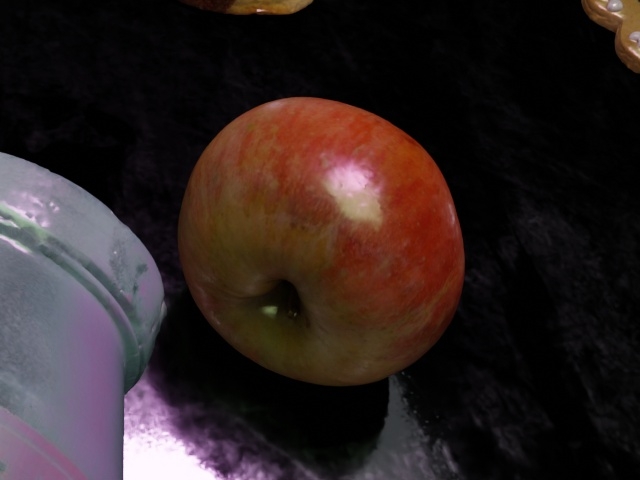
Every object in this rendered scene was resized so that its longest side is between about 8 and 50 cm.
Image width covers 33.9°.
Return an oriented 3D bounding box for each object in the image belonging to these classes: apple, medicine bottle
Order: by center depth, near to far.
[{"bbox_3d":[-0.221,0.115,0.547,0.245,0.245,0.290,18,49,-2],"label":"medicine bottle"},{"bbox_3d":[0.000,0.000,0.743,0.209,0.209,0.164,30,45,8],"label":"apple"}]

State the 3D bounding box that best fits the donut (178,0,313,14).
[{"bbox_3d":[-0.079,-0.297,1.031,0.217,0.085,0.141,0,52,-19],"label":"donut"}]

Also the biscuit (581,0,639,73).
[{"bbox_3d":[0.411,-0.255,1.185,0.240,0.035,0.158,-15,60,-27],"label":"biscuit"}]
